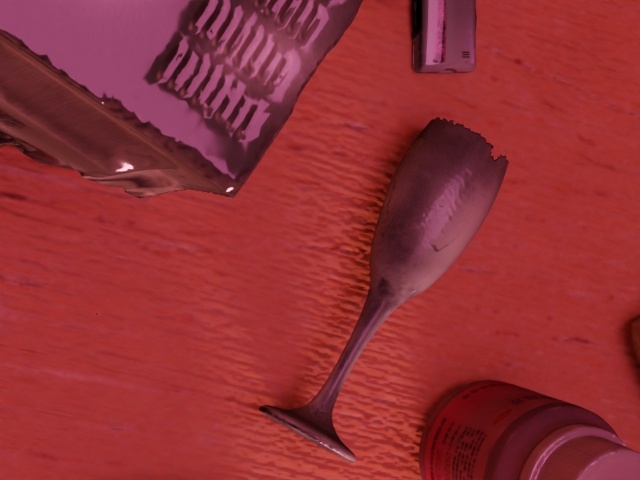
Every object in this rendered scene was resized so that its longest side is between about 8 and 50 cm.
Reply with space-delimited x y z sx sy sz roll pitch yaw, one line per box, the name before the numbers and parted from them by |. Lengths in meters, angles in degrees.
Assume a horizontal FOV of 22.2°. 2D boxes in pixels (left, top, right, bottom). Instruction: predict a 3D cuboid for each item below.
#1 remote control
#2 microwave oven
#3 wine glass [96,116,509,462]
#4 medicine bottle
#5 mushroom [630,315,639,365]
remote control | 0.115 -0.237 1.495 0.065 0.029 0.166 -3 96 -24
microwave oven | -0.147 -0.222 1.162 0.236 0.432 0.374 36 81 -22
wine glass | 0.000 0.000 1.422 0.264 0.096 0.309 33 81 -28
medicine bottle | 0.197 0.210 1.453 0.147 0.247 0.147 -2 95 -24
mushroom | 0.407 0.198 1.636 0.100 0.081 0.312 -32 105 -24
